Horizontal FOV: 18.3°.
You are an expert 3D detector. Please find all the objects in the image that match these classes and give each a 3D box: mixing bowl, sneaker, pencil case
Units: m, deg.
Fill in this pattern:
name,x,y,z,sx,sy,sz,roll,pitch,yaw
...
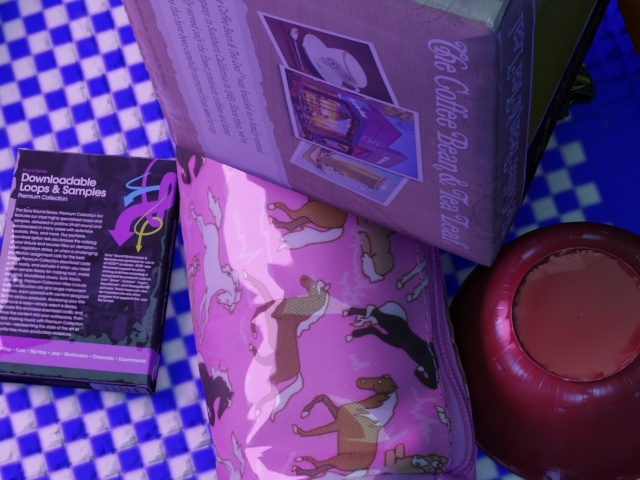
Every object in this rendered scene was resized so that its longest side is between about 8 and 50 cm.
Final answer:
name,x,y,z,sx,sy,sz,roll,pitch,yaw
mixing bowl,0.164,0.060,1.256,0.181,0.098,0.181,-2,72,6
sneaker,0.149,-0.093,1.343,0.083,0.031,0.035,-32,71,-4
pencil case,0.000,0.000,1.266,0.160,0.167,0.386,3,69,-25

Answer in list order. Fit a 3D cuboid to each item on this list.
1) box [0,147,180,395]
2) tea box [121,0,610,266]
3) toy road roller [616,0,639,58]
name,x,y,z,sx,sy,sz,roll,pitch,yaw
box,-0.158,0.019,1.343,0.116,0.029,0.162,5,73,7
tea box,0.058,-0.209,1.078,0.220,0.329,0.323,21,73,11
toy road roller,0.303,-0.120,1.254,0.240,0.202,0.330,-4,66,18
